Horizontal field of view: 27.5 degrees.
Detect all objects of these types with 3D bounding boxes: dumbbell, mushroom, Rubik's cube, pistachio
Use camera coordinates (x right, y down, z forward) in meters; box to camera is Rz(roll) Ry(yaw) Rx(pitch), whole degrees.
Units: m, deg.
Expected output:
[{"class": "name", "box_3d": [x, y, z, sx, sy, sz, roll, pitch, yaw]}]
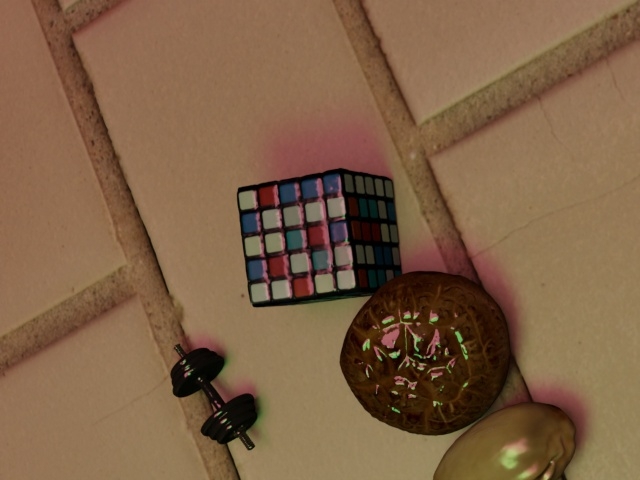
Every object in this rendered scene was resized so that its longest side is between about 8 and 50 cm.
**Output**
[{"class": "dumbbell", "box_3d": [-0.168, 0.245, 2.057, 0.099, 0.099, 0.208, -45, 71, 17]}, {"class": "mushroom", "box_3d": [0.150, 0.165, 1.875, 0.253, 0.153, 0.253, 3, 109, 10]}, {"class": "Rubik's cube", "box_3d": [0.000, 0.000, 1.941, 0.184, 0.187, 0.182, -8, 85, 26]}, {"class": "pistachio", "box_3d": [0.262, 0.304, 1.841, 0.215, 0.144, 0.144, -30, 76, 27]}]
